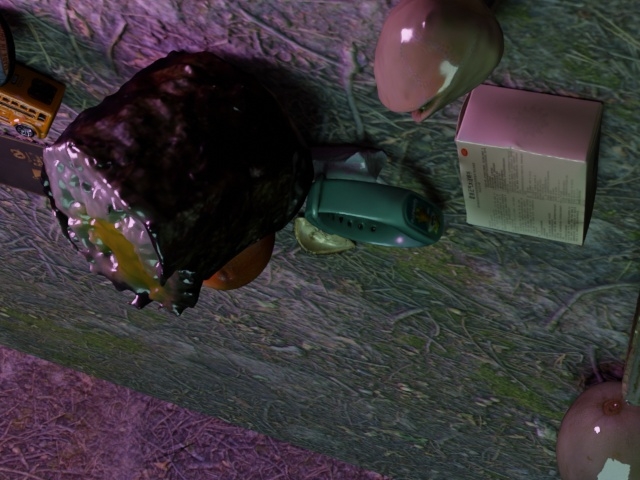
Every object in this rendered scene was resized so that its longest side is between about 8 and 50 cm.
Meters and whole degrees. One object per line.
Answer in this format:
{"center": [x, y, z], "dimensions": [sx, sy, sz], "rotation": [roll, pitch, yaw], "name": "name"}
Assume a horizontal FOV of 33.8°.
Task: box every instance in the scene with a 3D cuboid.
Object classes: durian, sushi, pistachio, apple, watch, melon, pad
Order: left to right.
{"center": [-0.517, -0.115, 1.951], "dimensions": [0.375, 0.063, 0.315], "rotation": [15, 156, 9], "name": "pad"}
{"center": [-0.204, -0.086, 1.453], "dimensions": [0.299, 0.294, 0.281], "rotation": [30, 149, 28], "name": "sushi"}
{"center": [-0.174, -0.008, 1.793], "dimensions": [0.201, 0.162, 0.201], "rotation": [17, 158, 7], "name": "apple"}
{"center": [0.001, -0.008, 1.832], "dimensions": [0.130, 0.052, 0.066], "rotation": [27, 117, -24], "name": "durian"}
{"center": [0.075, -0.042, 1.591], "dimensions": [0.195, 0.068, 0.237], "rotation": [4, 170, 32], "name": "watch"}
{"center": [0.124, -0.209, 1.167], "dimensions": [0.126, 0.152, 0.223], "rotation": [21, 174, -12], "name": "pistachio"}
{"center": [0.572, 0.399, 1.984], "dimensions": [0.271, 0.272, 0.308], "rotation": [16, 161, 9], "name": "melon"}

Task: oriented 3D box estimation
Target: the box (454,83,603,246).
{"center": [0.268, -0.094, 1.357], "dimensions": [0.168, 0.095, 0.212], "rotation": [10, 154, 17], "name": "box"}

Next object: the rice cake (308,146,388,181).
{"center": [-0.039, -0.122, 1.587], "dimensions": [0.290, 0.051, 0.081], "rotation": [2, 160, 32], "name": "rice cake"}

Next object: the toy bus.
{"center": [-0.504, -0.241, 1.648], "dimensions": [0.194, 0.083, 0.088], "rotation": [23, 147, -15], "name": "toy bus"}

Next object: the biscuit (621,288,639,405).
{"center": [0.511, 0.123, 1.579], "dimensions": [0.078, 0.144, 0.426], "rotation": [11, 155, 17], "name": "biscuit"}

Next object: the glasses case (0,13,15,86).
{"center": [-0.587, -0.290, 1.556], "dimensions": [0.321, 0.082, 0.122], "rotation": [8, 115, 25], "name": "glasses case"}
